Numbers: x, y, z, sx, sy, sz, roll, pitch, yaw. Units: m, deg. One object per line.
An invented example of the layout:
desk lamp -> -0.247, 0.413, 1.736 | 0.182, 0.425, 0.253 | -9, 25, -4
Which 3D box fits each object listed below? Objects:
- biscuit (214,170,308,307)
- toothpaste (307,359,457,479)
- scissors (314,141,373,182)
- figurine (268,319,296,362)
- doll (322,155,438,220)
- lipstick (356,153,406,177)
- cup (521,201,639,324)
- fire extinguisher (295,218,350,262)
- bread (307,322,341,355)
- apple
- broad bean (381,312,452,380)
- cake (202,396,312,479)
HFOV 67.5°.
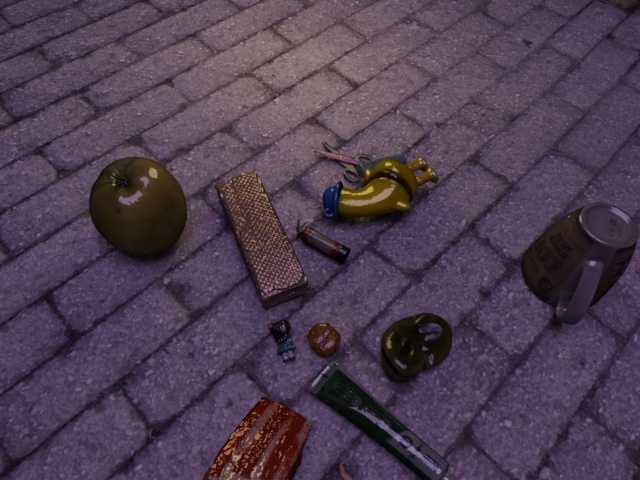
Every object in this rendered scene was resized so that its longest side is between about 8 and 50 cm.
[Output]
biscuit -> -0.175, -0.018, 1.343 | 0.144, 0.078, 0.426 | -18, 58, -13
toothpaste -> 0.145, 0.423, 1.076 | 0.392, 0.061, 0.099 | 35, 62, 22
scissors -> 0.071, -0.264, 1.552 | 0.187, 0.020, 0.133 | 30, 57, 14
figurine -> -0.094, 0.249, 1.192 | 0.060, 0.047, 0.106 | -29, 63, 22
doll -> 0.172, -0.144, 1.405 | 0.363, 0.145, 0.199 | -24, 52, -12
lipstick -> 0.192, -0.236, 1.513 | 0.157, 0.048, 0.048 | -17, 58, -19
cup -> 0.664, 0.059, 1.224 | 0.227, 0.257, 0.301 | 17, 59, 12
fire extinguisher -> 0.000, 0.000, 1.355 | 0.177, 0.050, 0.062 | 29, 86, 16
bread -> 0.011, 0.248, 1.194 | 0.081, 0.046, 0.083 | -17, 60, -10
apple -> -0.492, -0.094, 1.293 | 0.262, 0.262, 0.262 | 1, 56, -2
broad bean -> 0.234, 0.258, 1.191 | 0.153, 0.072, 0.206 | 40, 52, 19
cake -> -0.129, 0.490, 1.025 | 0.158, 0.160, 0.262 | 22, 24, 12
